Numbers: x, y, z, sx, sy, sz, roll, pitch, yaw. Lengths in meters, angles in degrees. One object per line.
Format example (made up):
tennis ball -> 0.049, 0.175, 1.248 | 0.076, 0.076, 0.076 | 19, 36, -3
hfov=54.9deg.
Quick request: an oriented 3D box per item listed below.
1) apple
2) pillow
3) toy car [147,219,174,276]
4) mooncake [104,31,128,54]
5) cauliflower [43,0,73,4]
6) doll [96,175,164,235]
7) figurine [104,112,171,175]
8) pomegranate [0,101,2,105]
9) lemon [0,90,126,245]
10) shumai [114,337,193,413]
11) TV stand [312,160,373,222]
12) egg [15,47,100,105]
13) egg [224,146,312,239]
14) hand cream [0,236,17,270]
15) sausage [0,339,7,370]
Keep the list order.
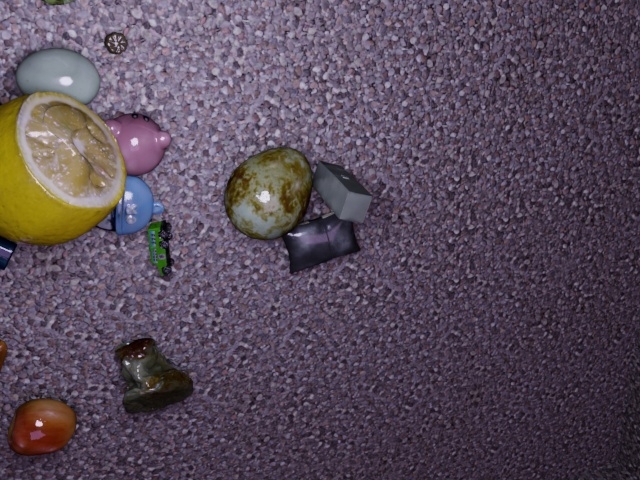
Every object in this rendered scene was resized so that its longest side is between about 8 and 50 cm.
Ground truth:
apple -> -0.841, 0.567, 1.873 | 0.199, 0.199, 0.199 | -8, 116, -17
pillow -> 0.000, 0.000, 1.955 | 0.250, 0.106, 0.186 | -20, 126, -8
toy car -> -0.470, 0.024, 1.816 | 0.062, 0.071, 0.165 | 0, 114, -4
mooncake -> -0.407, -0.602, 1.566 | 0.150, 0.057, 0.347 | 23, 111, -40
cauliflower -> -0.594, -0.637, 1.390 | 0.275, 0.272, 0.250 | 6, 143, -8
doll -> -0.587, -0.100, 1.674 | 0.314, 0.141, 0.177 | 2, 119, -15
figurine -> -0.492, -0.255, 1.621 | 0.173, 0.173, 0.173 | -8, 116, -17
pomegranate -> -0.842, -0.282, 1.501 | 0.148, 0.148, 0.169 | 8, 117, -23
lemon -> -0.667, -0.147, 1.444 | 0.364, 0.364, 0.364 | -8, 116, -17
shumai -> -0.531, 0.422, 1.956 | 0.222, 0.204, 0.272 | -17, 153, -10
TV stand -> 0.058, -0.148, 1.813 | 0.083, 0.269, 0.088 | 9, 113, -24
egg -> -0.641, -0.395, 1.512 | 0.192, 0.149, 0.149 | -3, 114, -12
egg -> -0.143, -0.139, 1.768 | 0.238, 0.238, 0.289 | 44, 71, -30
hand cream -> -0.956, -0.010, 1.635 | 0.270, 0.061, 0.120 | 27, 107, -20
sausage -> -0.958, 0.359, 1.798 | 0.062, 0.054, 0.183 | 27, 107, 5
